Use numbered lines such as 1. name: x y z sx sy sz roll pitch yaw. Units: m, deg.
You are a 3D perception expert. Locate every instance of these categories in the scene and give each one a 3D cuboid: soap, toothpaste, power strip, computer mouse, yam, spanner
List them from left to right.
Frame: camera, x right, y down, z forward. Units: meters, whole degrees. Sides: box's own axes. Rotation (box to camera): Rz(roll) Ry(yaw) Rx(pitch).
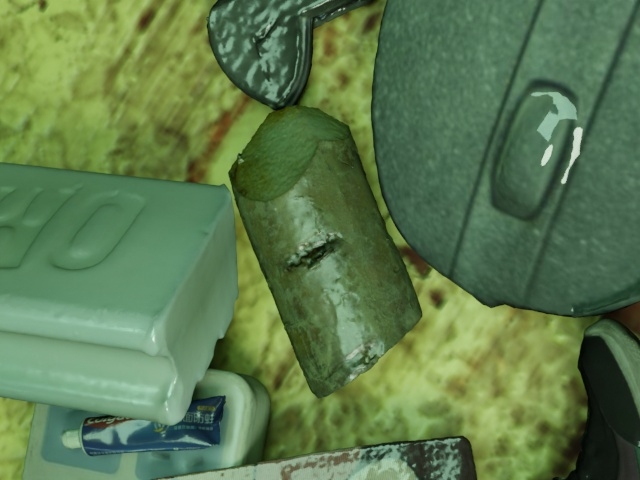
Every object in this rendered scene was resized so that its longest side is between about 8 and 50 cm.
1. soap: -0.146 0.018 0.608 0.198 0.067 0.119 7 40 14
2. power strip: -0.100 0.182 0.613 0.118 0.046 0.271 8 84 15
3. toothpaste: -0.085 0.090 0.589 0.083 0.019 0.027 -9 54 15
4. spanner: -0.010 -0.227 0.664 0.093 0.026 0.326 1 80 15
5. yam: 0.000 0.000 0.602 0.069 0.070 0.146 -23 78 10
6. computer mouse: 0.147 -0.144 0.563 0.203 0.114 0.374 23 89 16

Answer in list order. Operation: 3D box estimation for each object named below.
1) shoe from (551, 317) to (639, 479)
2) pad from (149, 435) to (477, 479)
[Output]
1. shoe: 0.126 0.123 0.554 0.099 0.071 0.169 -16 81 14
2. pad: 0.012 0.216 0.572 0.158 0.003 0.235 -9 84 -1
